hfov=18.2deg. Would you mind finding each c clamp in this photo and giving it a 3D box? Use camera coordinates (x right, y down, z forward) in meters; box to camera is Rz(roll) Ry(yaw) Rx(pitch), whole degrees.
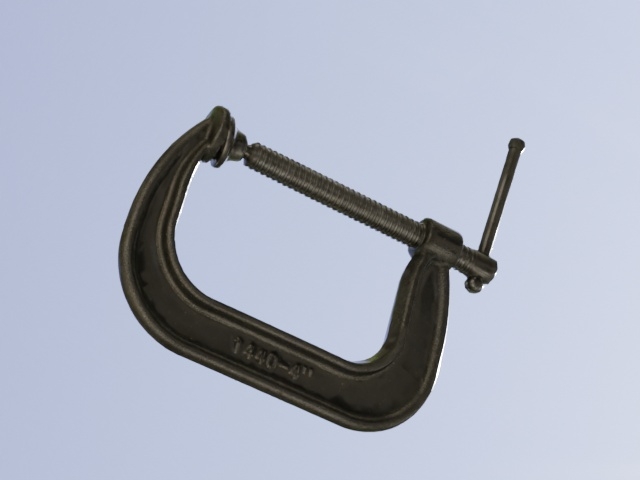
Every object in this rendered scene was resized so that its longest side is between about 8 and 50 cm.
[{"bbox_3d":[0.000,0.000,0.758,0.160,0.022,0.137,20,-111,-26],"label":"c clamp"}]
